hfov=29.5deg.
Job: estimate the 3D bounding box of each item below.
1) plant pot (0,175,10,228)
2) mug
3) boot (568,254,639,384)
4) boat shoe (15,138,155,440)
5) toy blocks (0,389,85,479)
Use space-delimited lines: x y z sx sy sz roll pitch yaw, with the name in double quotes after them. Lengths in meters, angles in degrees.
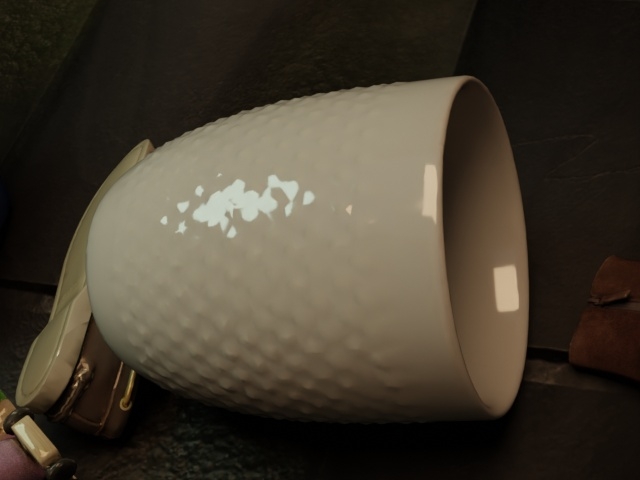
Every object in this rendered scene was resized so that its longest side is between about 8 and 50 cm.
-0.465 -0.045 1.209 0.235 0.236 0.212 -13 35 3 "plant pot"
0.000 0.000 1.068 0.328 0.276 0.374 -5 19 22 "mug"
0.302 0.118 0.991 0.206 0.090 0.248 3 53 34 "boot"
-0.193 0.041 1.176 0.116 0.096 0.324 -38 29 41 "boat shoe"
-0.342 0.219 0.949 0.260 0.289 0.309 -37 53 -20 "toy blocks"
